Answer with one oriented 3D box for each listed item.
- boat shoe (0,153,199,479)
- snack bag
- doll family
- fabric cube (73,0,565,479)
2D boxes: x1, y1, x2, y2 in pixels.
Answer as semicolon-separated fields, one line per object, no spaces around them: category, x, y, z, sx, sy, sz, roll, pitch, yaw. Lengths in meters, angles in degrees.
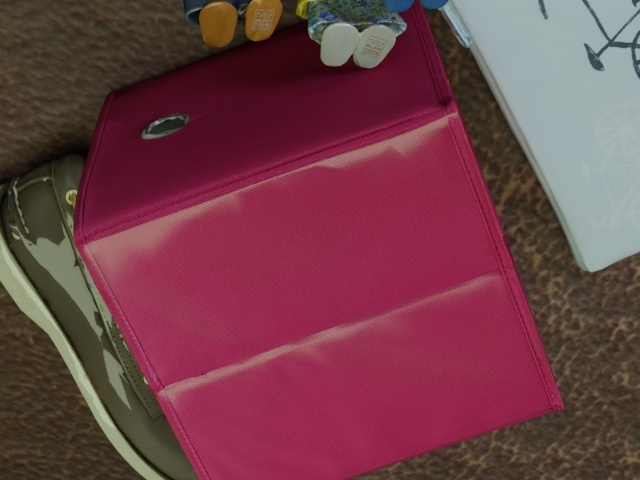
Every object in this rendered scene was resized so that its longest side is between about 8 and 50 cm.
boat shoe;-0.151;0.076;1.126;0.096;0.116;0.324;-26;111;15
snack bag;0.290;-0.154;1.046;0.342;0.037;0.323;-28;121;9
doll family;-0.038;-0.192;0.937;0.263;0.163;0.118;3;133;-15
fabric cube;0.000;0.000;1.009;0.258;0.254;0.259;-19;118;8
